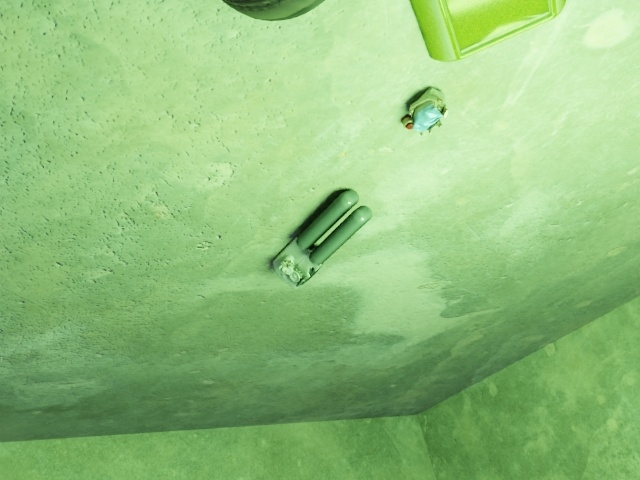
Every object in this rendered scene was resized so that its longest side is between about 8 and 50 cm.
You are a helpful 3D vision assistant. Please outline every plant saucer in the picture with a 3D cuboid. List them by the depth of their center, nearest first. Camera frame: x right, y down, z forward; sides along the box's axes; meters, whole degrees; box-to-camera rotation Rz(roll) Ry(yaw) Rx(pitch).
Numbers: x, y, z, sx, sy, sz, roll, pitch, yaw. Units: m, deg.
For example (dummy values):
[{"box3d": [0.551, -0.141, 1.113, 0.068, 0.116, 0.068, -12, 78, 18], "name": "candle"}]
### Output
[{"box3d": [0.207, -0.298, 0.777, 0.188, 0.045, 0.188, -22, 150, 13], "name": "plant saucer"}]

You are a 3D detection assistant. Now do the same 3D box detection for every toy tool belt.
[{"box3d": [0.154, -0.180, 0.955, 0.052, 0.051, 0.083, 7, 145, -34], "name": "toy tool belt"}]

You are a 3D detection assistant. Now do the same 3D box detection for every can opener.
[{"box3d": [0.000, 0.000, 1.208, 0.093, 0.074, 0.280, -36, 173, -43], "name": "can opener"}]

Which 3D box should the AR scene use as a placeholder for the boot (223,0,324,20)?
[{"box3d": [-0.128, -0.283, 0.345, 0.284, 0.377, 0.138, 26, 116, -42], "name": "boot"}]
